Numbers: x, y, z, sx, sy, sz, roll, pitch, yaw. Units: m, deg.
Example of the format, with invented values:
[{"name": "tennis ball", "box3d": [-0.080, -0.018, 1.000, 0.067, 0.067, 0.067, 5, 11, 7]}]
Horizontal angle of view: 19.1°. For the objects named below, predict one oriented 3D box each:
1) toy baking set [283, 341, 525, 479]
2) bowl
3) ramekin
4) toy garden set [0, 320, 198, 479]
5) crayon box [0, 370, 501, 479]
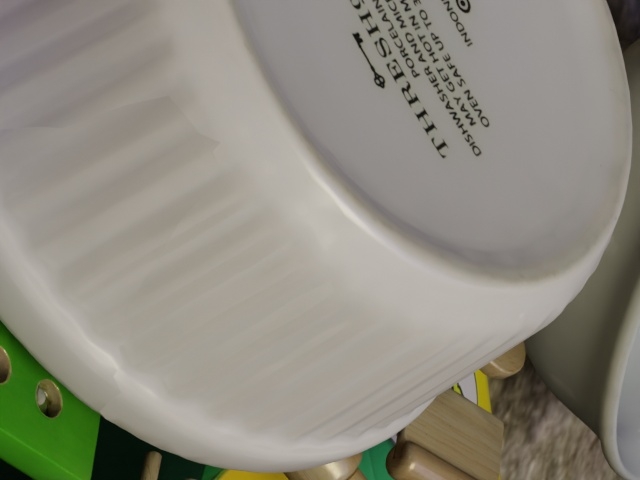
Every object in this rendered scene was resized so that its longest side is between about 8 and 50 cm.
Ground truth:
[{"name": "toy baking set", "box3d": [-0.002, 0.005, 0.781, 0.256, 0.030, 0.197, 50, 36, -15]}, {"name": "bowl", "box3d": [0.196, -0.022, 1.075, 0.298, 0.134, 0.298, -39, 146, -33]}, {"name": "ramekin", "box3d": [-0.003, -0.061, 0.679, 0.273, 0.127, 0.273, 24, 54, -38]}, {"name": "toy garden set", "box3d": [-0.099, 0.042, 0.692, 0.204, 0.049, 0.244, 42, 41, -43]}, {"name": "crayon box", "box3d": [-0.033, 0.206, 0.910, 0.313, 0.106, 0.363, -43, 137, -36]}]
